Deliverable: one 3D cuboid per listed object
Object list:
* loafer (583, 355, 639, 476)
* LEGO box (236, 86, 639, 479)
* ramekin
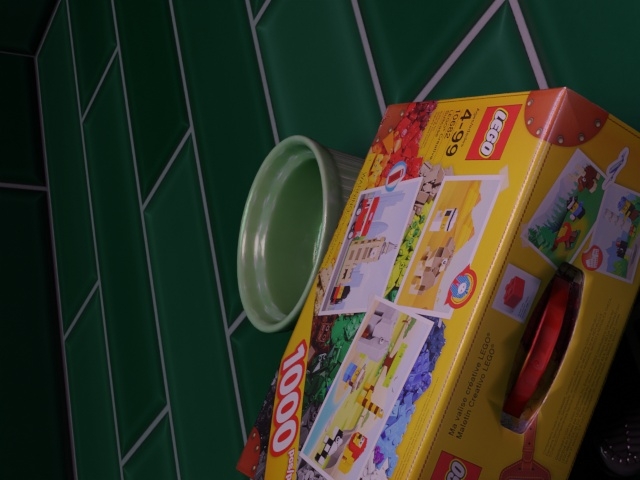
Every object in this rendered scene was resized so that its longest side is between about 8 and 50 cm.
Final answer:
[{"bbox_3d":[0.314,0.182,1.354,0.220,0.080,0.078,-103,8,-47],"label":"loafer"},{"bbox_3d":[0.145,0.100,1.380,0.372,0.193,0.500,5,71,63],"label":"LEGO box"},{"bbox_3d":[0.000,0.000,1.859,0.303,0.148,0.304,-32,53,56],"label":"ramekin"}]
